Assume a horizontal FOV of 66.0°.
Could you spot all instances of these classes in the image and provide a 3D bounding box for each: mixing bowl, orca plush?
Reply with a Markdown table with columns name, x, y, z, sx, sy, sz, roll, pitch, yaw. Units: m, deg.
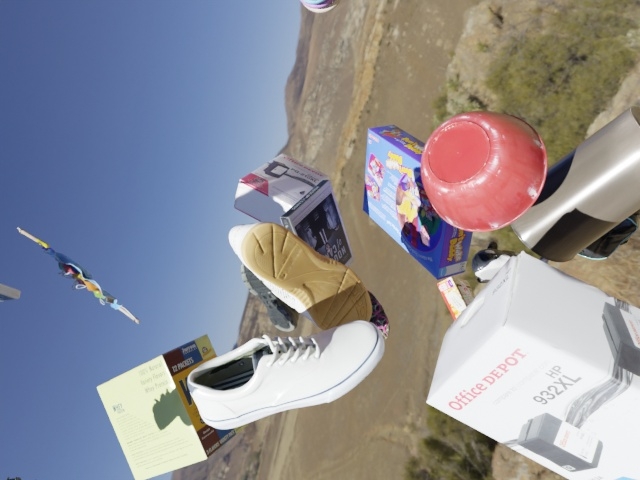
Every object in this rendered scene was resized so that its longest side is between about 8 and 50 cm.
| name | x | y | z | sx | sy | sz | roll | pitch | yaw |
| --- | --- | --- | --- | --- | --- | --- | --- | --- | --- |
| mixing bowl | 0.211 | -0.110 | 0.692 | 0.098 | 0.181 | 0.181 | 16 | -91 | -52 |
| orca plush | 0.501 | 0.038 | 1.322 | 0.151 | 0.287 | 0.102 | 124 | 136 | -56 |

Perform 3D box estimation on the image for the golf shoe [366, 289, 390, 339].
| name | x | y | z | sx | sy | sz | roll | pitch | yaw |
| --- | --- | --- | --- | --- | --- | --- | --- | --- | --- |
| golf shoe | 0.063 | 0.112 | 0.917 | 0.067 | 0.186 | 0.086 | -43 | -22 | 0 |

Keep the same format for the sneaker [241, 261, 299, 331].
| name | x | y | z | sx | sy | sz | roll | pitch | yaw |
| --- | --- | --- | --- | --- | --- | --- | --- | --- | --- |
| sneaker | -0.134 | 0.129 | 1.392 | 0.267 | 0.101 | 0.106 | 64 | -144 | -23 |

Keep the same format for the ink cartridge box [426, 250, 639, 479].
| name | x | y | z | sx | sy | sz | roll | pitch | yaw |
| --- | --- | --- | --- | --- | --- | --- | --- | --- | --- |
| ink cartridge box | 0.324 | 0.185 | 0.619 | 0.129 | 0.307 | 0.223 | -58 | -8 | -41 |

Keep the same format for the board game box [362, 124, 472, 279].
| name | x | y | z | sx | sy | sz | roll | pitch | yaw |
| --- | --- | --- | --- | --- | --- | --- | --- | --- | --- |
| board game box | 0.220 | -0.103 | 1.159 | 0.347 | 0.078 | 0.233 | -129 | 33 | -50 |

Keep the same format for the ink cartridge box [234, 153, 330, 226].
| name | x | y | z | sx | sy | sz | roll | pitch | yaw |
| --- | --- | --- | --- | --- | --- | --- | --- | --- | --- |
| ink cartridge box | -0.103 | -0.138 | 1.390 | 0.237 | 0.172 | 0.100 | -47 | -19 | -53 |

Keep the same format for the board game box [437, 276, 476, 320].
| name | x | y | z | sx | sy | sz | roll | pitch | yaw |
| --- | --- | --- | --- | --- | --- | --- | --- | --- | --- |
| board game box | 0.385 | 0.192 | 1.273 | 0.045 | 0.146 | 0.193 | -32 | 66 | 25 |

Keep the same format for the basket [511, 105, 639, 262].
| name | x | y | z | sx | sy | sz | roll | pitch | yaw |
| --- | --- | --- | --- | --- | --- | --- | --- | --- | --- |
| basket | 0.449 | -0.091 | 0.801 | 0.204 | 0.154 | 0.227 | -22 | -20 | -42 |

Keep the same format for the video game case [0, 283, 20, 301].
| name | x | y | z | sx | sy | sz | roll | pitch | yaw |
| --- | --- | --- | --- | --- | --- | --- | --- | --- | --- |
| video game case | -0.744 | 0.088 | 0.985 | 0.190 | 0.173 | 0.022 | 47 | -141 | -56 |

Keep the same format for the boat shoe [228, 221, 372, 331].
| name | x | y | z | sx | sy | sz | roll | pitch | yaw |
| --- | --- | --- | --- | --- | --- | --- | --- | --- | --- |
| boat shoe | -0.025 | 0.055 | 0.750 | 0.098 | 0.277 | 0.096 | -54 | 35 | -11 |

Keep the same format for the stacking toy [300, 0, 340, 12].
| name | x | y | z | sx | sy | sz | roll | pitch | yaw |
| --- | --- | --- | --- | --- | --- | --- | --- | --- | --- |
| stacking toy | -0.043 | -0.689 | 1.265 | 0.330 | 0.141 | 0.141 | -37 | -34 | -67 |

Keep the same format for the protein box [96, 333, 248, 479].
| name | x | y | z | sx | sy | sz | roll | pitch | yaw |
| --- | --- | --- | --- | --- | --- | --- | --- | --- | --- |
| protein box | -0.291 | 0.327 | 0.974 | 0.199 | 0.201 | 0.136 | -28 | -5 | 25 |

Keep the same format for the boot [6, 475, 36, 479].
| name | x | y | z | sx | sy | sz | roll | pitch | yaw |
| --- | --- | --- | --- | --- | --- | --- | --- | --- | --- |
| boot | -0.450 | 0.389 | 0.680 | 0.099 | 0.045 | 0.121 | 117 | 177 | -62 |

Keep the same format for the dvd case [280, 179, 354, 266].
| name | x | y | z | sx | sy | sz | roll | pitch | yaw |
| --- | --- | --- | --- | --- | --- | --- | --- | --- | --- |
| dvd case | 0.000 | 0.000 | 1.192 | 0.179 | 0.029 | 0.239 | -46 | -52 | -40 |

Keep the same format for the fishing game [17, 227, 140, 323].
| name | x | y | z | sx | sy | sz | roll | pitch | yaw |
| --- | --- | --- | --- | --- | --- | --- | --- | --- | --- |
| fishing game | -0.472 | 0.082 | 0.972 | 0.041 | 0.189 | 0.264 | -53 | -40 | -22 |

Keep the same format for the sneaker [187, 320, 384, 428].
| name | x | y | z | sx | sy | sz | roll | pitch | yaw |
| --- | --- | --- | --- | --- | --- | --- | --- | --- | --- |
| sneaker | -0.043 | 0.160 | 0.623 | 0.094 | 0.258 | 0.091 | -117 | 4 | -49 |

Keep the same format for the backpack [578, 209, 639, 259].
| name | x | y | z | sx | sy | sz | roll | pitch | yaw |
| --- | --- | --- | --- | --- | --- | --- | --- | --- | --- |
| backpack | 0.692 | -0.051 | 1.234 | 0.144 | 0.166 | 0.188 | -43 | -26 | -35 |
